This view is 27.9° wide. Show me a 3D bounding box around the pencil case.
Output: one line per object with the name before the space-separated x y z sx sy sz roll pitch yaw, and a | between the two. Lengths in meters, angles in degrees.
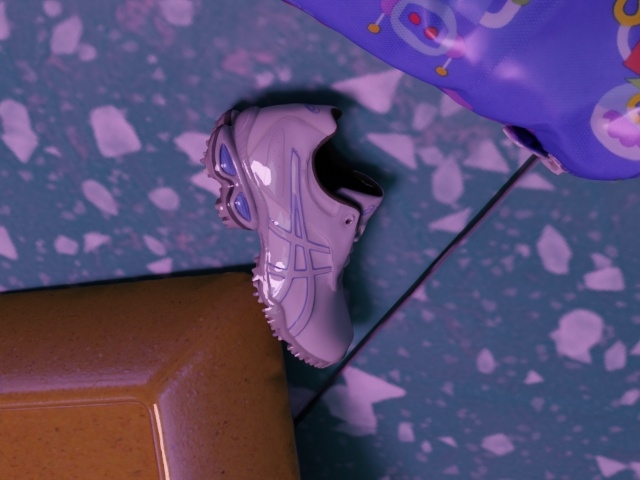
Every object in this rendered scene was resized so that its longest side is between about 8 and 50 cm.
pencil case | 0.046 -0.134 0.582 0.306 0.119 0.133 27 112 -7

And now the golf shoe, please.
golf shoe | 0.000 0.000 0.737 0.086 0.069 0.176 -13 125 15

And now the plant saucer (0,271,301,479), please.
plant saucer | -0.174 0.202 0.824 0.332 0.081 0.333 -6 97 20
